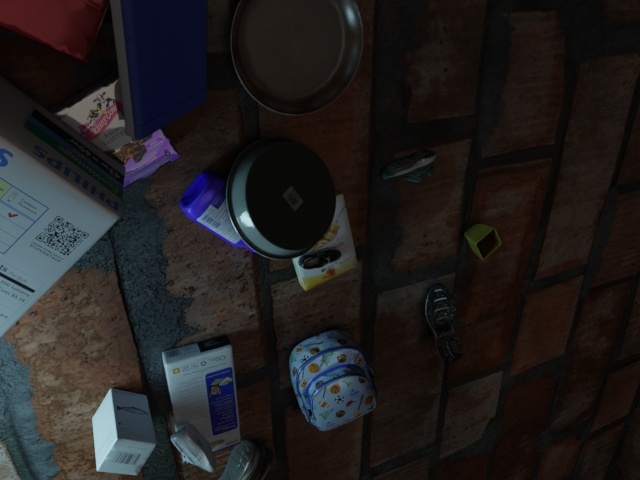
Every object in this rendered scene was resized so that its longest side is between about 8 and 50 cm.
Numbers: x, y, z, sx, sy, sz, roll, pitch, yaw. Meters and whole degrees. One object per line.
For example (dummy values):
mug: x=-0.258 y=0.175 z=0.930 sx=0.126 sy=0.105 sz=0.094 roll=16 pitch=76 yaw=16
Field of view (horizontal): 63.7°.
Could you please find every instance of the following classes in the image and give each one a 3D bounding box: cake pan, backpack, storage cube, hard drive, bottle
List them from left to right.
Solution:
storage cube: x=-0.455 y=-0.424 z=0.820 sx=0.193 sy=0.215 sz=0.183 roll=17 pitch=106 yaw=-40
hard drive: x=-0.277 y=-0.362 z=0.919 sx=0.210 sy=0.040 sz=0.318 roll=-50 pitch=160 yaw=-44
bottle: x=-0.191 y=-0.047 z=1.226 sx=0.283 sy=0.092 sz=0.118 roll=35 pitch=95 yaw=-37
cake pan: x=-0.077 y=-0.100 z=1.202 sx=0.293 sy=0.054 sz=0.292 roll=1 pitch=88 yaw=-37
backpack: x=0.031 y=0.405 z=1.522 sx=0.277 sy=0.213 sz=0.263 roll=-24 pitch=113 yaw=-12

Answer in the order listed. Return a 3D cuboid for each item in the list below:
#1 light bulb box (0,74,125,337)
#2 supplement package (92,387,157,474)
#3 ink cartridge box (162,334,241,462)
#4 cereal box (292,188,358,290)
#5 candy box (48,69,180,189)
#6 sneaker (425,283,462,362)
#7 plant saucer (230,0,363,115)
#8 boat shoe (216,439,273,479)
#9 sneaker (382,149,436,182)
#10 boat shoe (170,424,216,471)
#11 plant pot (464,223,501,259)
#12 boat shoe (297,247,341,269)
light bulb box: x=-0.593 y=-0.071 z=0.874 sx=0.361 sy=0.225 sz=0.358 roll=-42 pitch=124 yaw=10
supplement package: x=-0.492 y=0.475 z=1.287 sx=0.105 sy=0.179 sz=0.105 roll=25 pitch=102 yaw=-35
ink cartridge box: x=-0.323 y=0.445 z=1.433 sx=0.176 sy=0.069 sz=0.370 roll=-12 pitch=118 yaw=-22
cereal box: x=0.000 y=0.000 z=1.379 sx=0.173 sy=0.047 sz=0.240 roll=-25 pitch=124 yaw=-15
candy box: x=-0.409 y=-0.215 z=1.035 sx=0.165 sy=0.070 sz=0.196 roll=-34 pitch=126 yaw=-7
sneaker: x=0.398 y=0.268 z=1.710 sx=0.100 sy=0.108 sz=0.271 roll=-13 pitch=106 yaw=-1
plant saucer: x=-0.051 y=-0.433 z=1.124 sx=0.311 sy=0.050 sz=0.310 roll=-12 pitch=121 yaw=-21
boat shoe: x=-0.257 y=0.789 z=1.608 sx=0.130 sy=0.132 sz=0.355 roll=24 pitch=103 yaw=-35
sneaker: x=0.246 y=-0.186 z=1.405 sx=0.167 sy=0.065 sz=0.076 roll=-21 pitch=127 yaw=-15
boat shoe: x=-0.349 y=0.585 z=1.421 sx=0.063 sy=0.066 sz=0.184 roll=-23 pitch=127 yaw=3
plant pot: x=0.502 y=-0.006 z=1.619 sx=0.081 sy=0.083 sz=0.081 roll=-40 pitch=126 yaw=-4
boat shoe: x=0.002 y=0.050 z=1.351 sx=0.125 sy=0.038 sz=0.046 roll=-6 pitch=118 yaw=-24
